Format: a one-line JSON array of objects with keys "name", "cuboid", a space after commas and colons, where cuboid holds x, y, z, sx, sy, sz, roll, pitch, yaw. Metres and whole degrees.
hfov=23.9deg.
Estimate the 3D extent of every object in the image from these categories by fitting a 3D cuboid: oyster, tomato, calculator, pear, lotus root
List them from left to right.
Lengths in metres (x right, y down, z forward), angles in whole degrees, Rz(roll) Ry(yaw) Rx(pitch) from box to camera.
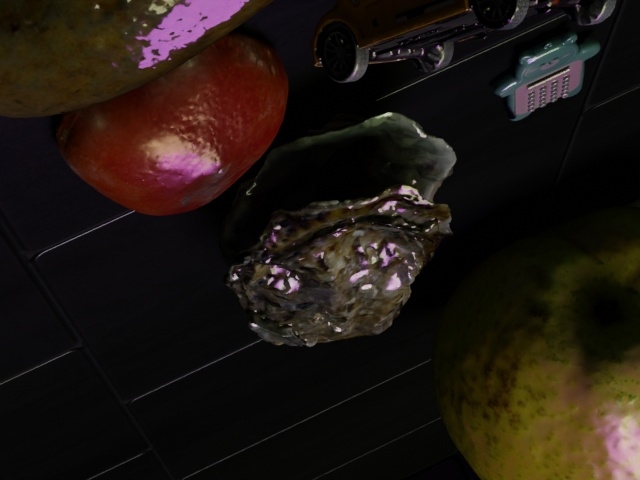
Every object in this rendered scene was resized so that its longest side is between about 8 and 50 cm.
[{"name": "lotus root", "cuboid": [-0.077, -0.138, 0.631, 0.241, 0.124, 0.123, -31, 132, 22]}, {"name": "tomato", "cuboid": [-0.082, -0.063, 0.946, 0.155, 0.069, 0.155, -26, 163, -8]}, {"name": "oyster", "cuboid": [0.002, 0.002, 1.184, 0.162, 0.158, 0.351, 19, 162, -5]}, {"name": "calculator", "cuboid": [0.183, -0.134, 1.224, 0.094, 0.019, 0.141, -25, 164, 1]}, {"name": "pear", "cuboid": [0.300, 0.136, 1.644, 0.391, 0.391, 0.391, -25, 163, -8]}]

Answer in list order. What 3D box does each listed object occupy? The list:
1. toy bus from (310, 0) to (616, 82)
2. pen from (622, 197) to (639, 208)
[{"name": "toy bus", "cuboid": [0.075, -0.147, 0.845, 0.083, 0.088, 0.194, -10, 179, -39]}, {"name": "pen", "cuboid": [0.365, -0.031, 1.791, 0.218, 0.026, 0.026, -25, 163, -5]}]
